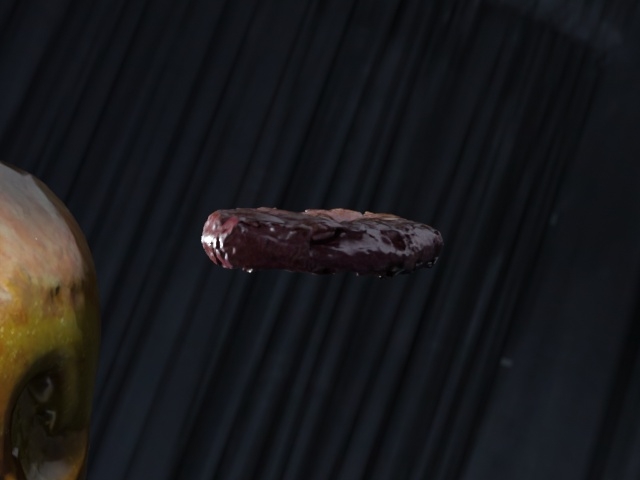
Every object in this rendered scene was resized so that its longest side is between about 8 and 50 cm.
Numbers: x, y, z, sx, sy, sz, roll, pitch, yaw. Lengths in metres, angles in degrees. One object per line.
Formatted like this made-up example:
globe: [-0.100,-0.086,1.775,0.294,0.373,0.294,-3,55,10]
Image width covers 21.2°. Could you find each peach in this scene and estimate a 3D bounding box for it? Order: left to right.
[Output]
peach: [-0.193,0.066,0.779,0.214,0.214,0.235,5,133,39]

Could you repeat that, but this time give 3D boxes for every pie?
pie: [0.000,0.000,1.066,0.154,0.036,0.154,3,-175,0]
